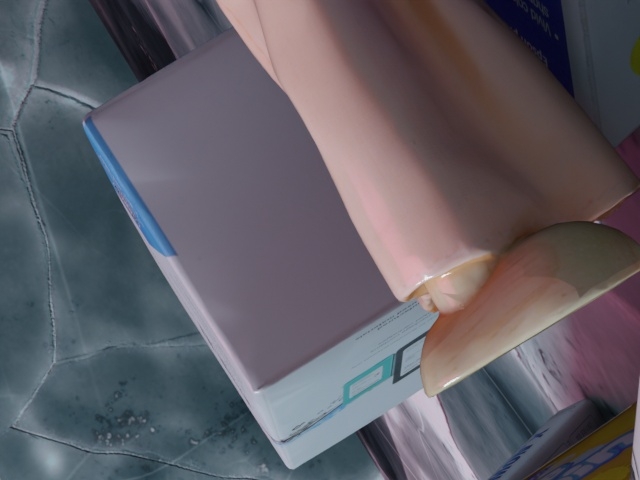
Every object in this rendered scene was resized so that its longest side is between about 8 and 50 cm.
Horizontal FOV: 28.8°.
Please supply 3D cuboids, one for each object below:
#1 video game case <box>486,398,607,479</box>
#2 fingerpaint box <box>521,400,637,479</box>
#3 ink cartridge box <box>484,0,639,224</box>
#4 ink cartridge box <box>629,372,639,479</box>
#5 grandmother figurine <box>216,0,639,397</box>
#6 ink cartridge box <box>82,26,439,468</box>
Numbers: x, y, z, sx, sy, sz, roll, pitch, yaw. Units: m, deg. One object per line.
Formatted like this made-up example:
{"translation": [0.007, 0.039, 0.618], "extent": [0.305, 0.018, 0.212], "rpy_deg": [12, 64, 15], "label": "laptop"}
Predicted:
{"translation": [0.173, 0.290, 0.709], "extent": [0.036, 0.300, 0.329], "rpy_deg": [-34, 86, 38], "label": "video game case"}
{"translation": [0.101, 0.319, 0.501], "extent": [0.371, 0.445, 0.163], "rpy_deg": [59, 169, 4], "label": "fingerpaint box"}
{"translation": [0.026, -0.181, 0.477], "extent": [0.303, 0.072, 0.307], "rpy_deg": [50, 171, 39], "label": "ink cartridge box"}
{"translation": [0.146, 0.099, 0.344], "extent": [0.148, 0.086, 0.203], "rpy_deg": [-103, 10, -68], "label": "ink cartridge box"}
{"translation": [-0.017, -0.116, 0.422], "extent": [0.342, 0.104, 0.208], "rpy_deg": [59, 177, 9], "label": "grandmother figurine"}
{"translation": [0.000, 0.000, 0.820], "extent": [0.198, 0.197, 0.270], "rpy_deg": [56, 171, 17], "label": "ink cartridge box"}
